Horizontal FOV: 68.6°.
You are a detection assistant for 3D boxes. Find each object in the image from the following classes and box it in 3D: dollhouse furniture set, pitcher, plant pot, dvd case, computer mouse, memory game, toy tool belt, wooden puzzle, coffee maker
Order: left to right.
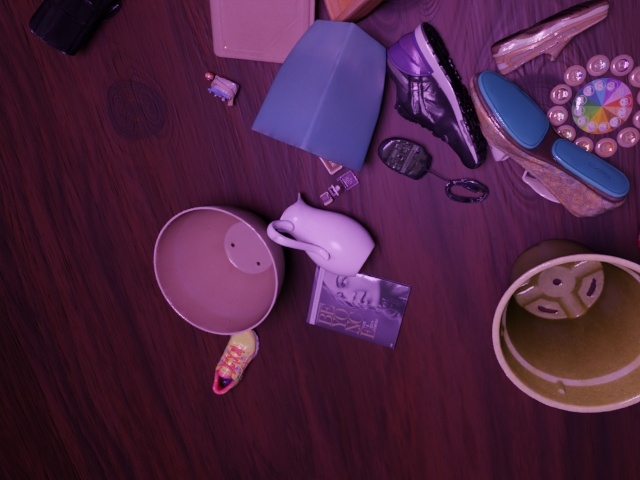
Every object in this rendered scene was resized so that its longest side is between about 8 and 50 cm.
[{"bbox_3d":[-0.538,-0.498,1.004,0.178,0.171,0.120,-38,110,25],"label":"coffee maker"},{"bbox_3d":[-0.221,-0.330,1.026,0.083,0.052,0.051,25,104,9],"label":"toy tool belt"},{"bbox_3d":[-0.195,0.042,1.059,0.285,0.191,0.283,5,108,16],"label":"plant pot"},{"bbox_3d":[-0.117,-0.474,0.938,0.239,0.044,0.220,14,125,16],"label":"wooden puzzle"},{"bbox_3d":[0.000,0.000,0.994,0.207,0.177,0.125,32,123,6],"label":"pitcher"},{"bbox_3d":[0.009,-0.140,0.999,0.091,0.081,0.114,-32,96,23],"label":"dollhouse furniture set"},{"bbox_3d":[0.013,-0.278,0.888,0.166,0.166,0.234,30,103,42],"label":"plant pot"},{"bbox_3d":[0.084,0.151,1.103,0.222,0.018,0.164,15,111,12],"label":"dvd case"},{"bbox_3d":[0.229,-0.143,0.961,0.242,0.041,0.071,28,111,0],"label":"computer mouse"},{"bbox_3d":[0.449,0.116,0.854,0.277,0.254,0.275,5,108,15],"label":"plant pot"},{"bbox_3d":[0.512,-0.242,0.853,0.186,0.012,0.186,5,108,15],"label":"memory game"}]

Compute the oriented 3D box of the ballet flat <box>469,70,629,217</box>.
[{"bbox_3d":[0.393,-0.164,0.868,0.349,0.123,0.123,40,114,3],"label":"ballet flat"}]

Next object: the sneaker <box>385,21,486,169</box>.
[{"bbox_3d":[0.216,-0.256,0.905,0.124,0.107,0.283,-24,95,37],"label":"sneaker"}]

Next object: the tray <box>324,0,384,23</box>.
[{"bbox_3d":[0.096,-0.501,0.710,0.076,0.411,0.202,-23,102,-17],"label":"tray"}]

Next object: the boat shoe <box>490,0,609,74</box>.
[{"bbox_3d":[0.406,-0.353,0.829,0.190,0.068,0.072,-16,114,31],"label":"boat shoe"}]

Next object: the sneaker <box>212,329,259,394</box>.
[{"bbox_3d":[-0.222,0.312,1.205,0.082,0.094,0.208,24,111,10],"label":"sneaker"}]

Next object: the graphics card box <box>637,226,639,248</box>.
[{"bbox_3d":[0.693,-0.146,0.782,0.233,0.094,0.370,0,108,14],"label":"graphics card box"}]
